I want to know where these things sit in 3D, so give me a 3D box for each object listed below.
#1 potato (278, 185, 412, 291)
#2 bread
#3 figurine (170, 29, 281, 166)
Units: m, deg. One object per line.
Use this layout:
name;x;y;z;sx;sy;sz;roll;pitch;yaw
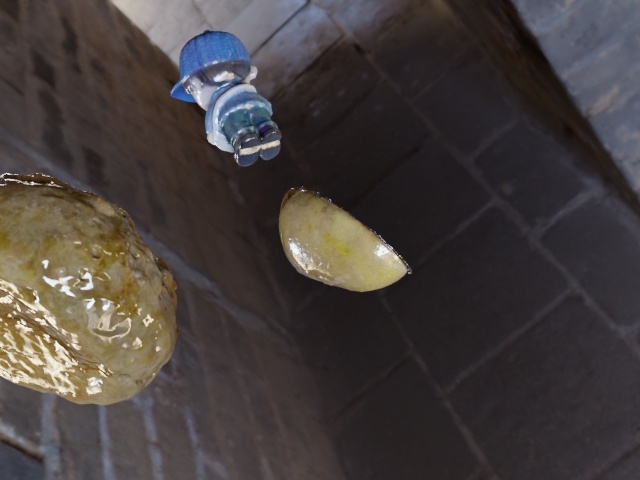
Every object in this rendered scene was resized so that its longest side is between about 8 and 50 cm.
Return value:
potato;0.000;0.003;1.433;0.261;0.120;0.100;32;77;38
bread;-0.225;0.037;0.789;0.230;0.230;0.123;-11;41;38
figurine;-0.086;-0.135;0.861;0.077;0.079;0.136;-19;47;-22
